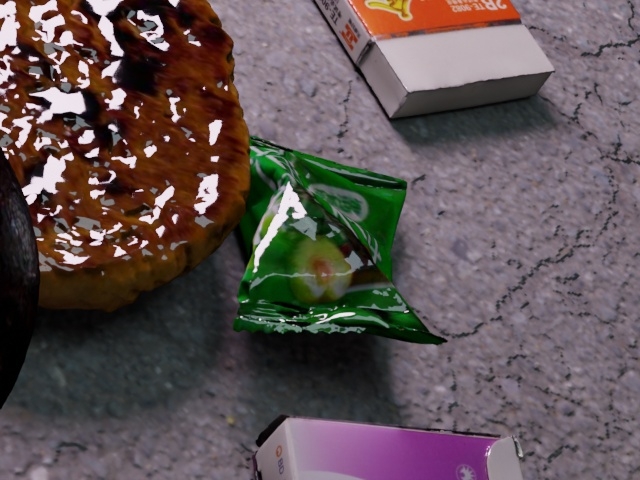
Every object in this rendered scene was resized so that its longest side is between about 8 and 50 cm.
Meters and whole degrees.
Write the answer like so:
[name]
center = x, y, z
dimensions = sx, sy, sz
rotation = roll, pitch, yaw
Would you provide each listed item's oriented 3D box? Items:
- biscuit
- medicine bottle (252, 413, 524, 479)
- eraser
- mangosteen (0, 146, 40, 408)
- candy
[biscuit]
center = -0.189, -0.092, 1.238
dimensions = 0.289, 0.081, 0.334
rotation = 10, 50, -17
[medicine bottle]
center = 0.055, 0.205, 1.148
dimensions = 0.171, 0.052, 0.201
rotation = 9, 51, -25
[eraser]
center = 0.066, -0.201, 1.508
dimensions = 0.157, 0.038, 0.230
rotation = -11, 60, -37
[mangosteen]
center = -0.282, 0.013, 0.977
dimensions = 0.288, 0.288, 0.288
rotation = 16, 47, -18
[candy]
center = -0.003, 0.002, 1.271
dimensions = 0.141, 0.078, 0.203
rotation = 26, 32, -24
